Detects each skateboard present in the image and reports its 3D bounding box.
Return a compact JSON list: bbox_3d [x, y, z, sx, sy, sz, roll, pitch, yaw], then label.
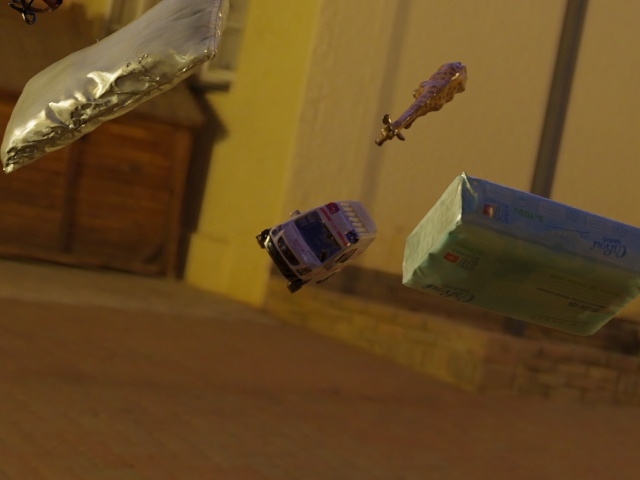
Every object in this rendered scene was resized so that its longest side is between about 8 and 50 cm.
[{"bbox_3d":[-0.447,-0.389,2.092,0.151,0.080,0.067,47,31,3],"label":"skateboard"}]

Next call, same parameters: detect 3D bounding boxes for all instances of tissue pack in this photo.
[{"bbox_3d":[0.252,0.025,1.723,0.263,0.089,0.177,18,-34,-12],"label":"tissue pack"}]

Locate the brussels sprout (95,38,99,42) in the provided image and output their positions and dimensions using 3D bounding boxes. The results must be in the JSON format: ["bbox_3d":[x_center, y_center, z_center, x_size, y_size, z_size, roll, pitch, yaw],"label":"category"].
[{"bbox_3d":[-0.300,-0.235,2.001,0.058,0.085,0.085,11,0,-44],"label":"brussels sprout"}]

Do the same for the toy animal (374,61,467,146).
[{"bbox_3d":[0.160,-0.212,2.152,0.054,0.149,0.275,51,19,-5],"label":"toy animal"}]

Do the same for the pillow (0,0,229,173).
[{"bbox_3d":[-0.168,-0.139,1.166,0.229,0.128,0.051,-27,-55,23],"label":"pillow"}]

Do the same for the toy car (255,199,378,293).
[{"bbox_3d":[0.000,0.000,1.838,0.108,0.089,0.209,-33,-7,16],"label":"toy car"}]
